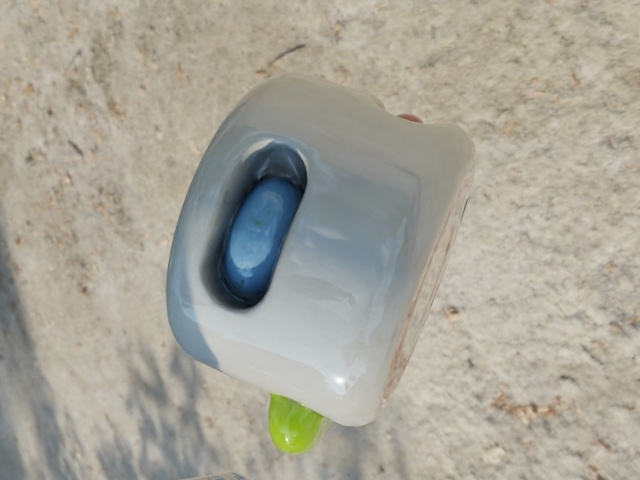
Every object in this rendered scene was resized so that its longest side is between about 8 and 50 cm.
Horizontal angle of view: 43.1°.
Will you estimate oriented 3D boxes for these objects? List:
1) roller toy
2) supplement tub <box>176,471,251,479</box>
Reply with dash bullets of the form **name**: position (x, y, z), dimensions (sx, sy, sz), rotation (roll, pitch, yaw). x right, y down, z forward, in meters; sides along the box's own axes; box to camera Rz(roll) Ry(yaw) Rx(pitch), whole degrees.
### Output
- **roller toy**: position (0.000, 0.000, 0.497), dimensions (0.146, 0.209, 0.191), rotation (21, 137, 13)
- **supplement tub**: position (-0.109, 0.254, 0.751), dimensions (0.071, 0.107, 0.071), rotation (-5, 79, 27)
